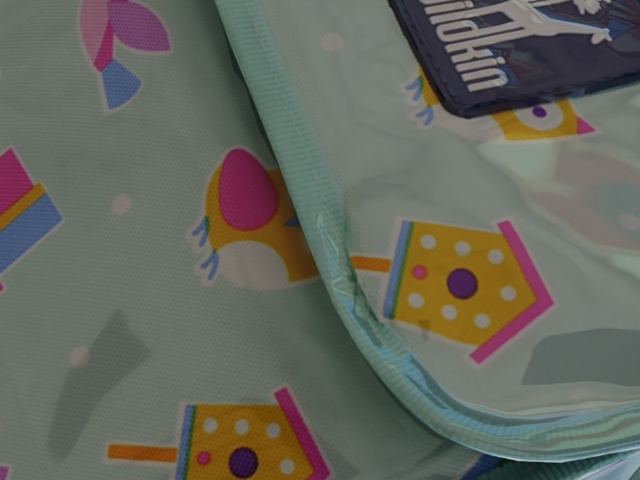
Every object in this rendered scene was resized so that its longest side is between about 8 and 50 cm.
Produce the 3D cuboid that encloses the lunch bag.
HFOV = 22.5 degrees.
[{"bbox_3d":[0.000,0.000,0.411,0.262,0.160,0.223,-30,-120,12],"label":"lunch bag"}]
